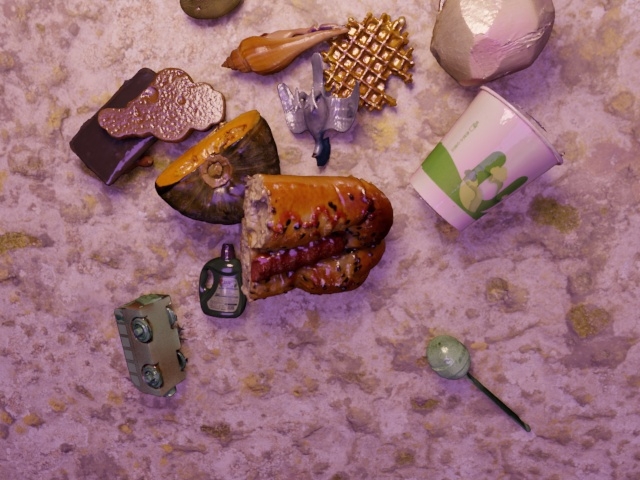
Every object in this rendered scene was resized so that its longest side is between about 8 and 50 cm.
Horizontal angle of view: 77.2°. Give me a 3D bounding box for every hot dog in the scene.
[{"bbox_3d":[0.000,0.000,0.999,0.366,0.196,0.367,-7,136,-22],"label":"hot dog"}]

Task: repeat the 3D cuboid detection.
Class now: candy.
[{"bbox_3d":[0.473,0.434,1.170,0.440,0.119,0.119,43,105,-12],"label":"candy"}]

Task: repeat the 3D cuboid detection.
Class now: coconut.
[{"bbox_3d":[0.357,-0.453,0.869,0.231,0.227,0.226,-18,102,7],"label":"coconut"}]

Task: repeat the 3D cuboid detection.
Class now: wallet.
[{"bbox_3d":[-0.514,-0.305,1.075,0.165,0.042,0.309,45,91,-1],"label":"wallet"}]

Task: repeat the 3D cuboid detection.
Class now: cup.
[{"bbox_3d":[0.370,-0.181,0.953,0.253,0.253,0.274,43,112,-6],"label":"cup"}]

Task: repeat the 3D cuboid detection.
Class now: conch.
[{"bbox_3d":[-0.090,-0.466,0.990,0.331,0.109,0.093,-6,123,7],"label":"conch"}]

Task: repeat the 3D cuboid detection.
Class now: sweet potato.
[{"bbox_3d":[-0.559,-0.213,1.126,0.203,0.055,0.058,-4,108,7],"label":"sweet potato"}]

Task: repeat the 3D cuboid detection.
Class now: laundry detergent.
[{"bbox_3d":[-0.286,0.113,1.170,0.145,0.078,0.221,5,105,8],"label":"laundry detergent"}]

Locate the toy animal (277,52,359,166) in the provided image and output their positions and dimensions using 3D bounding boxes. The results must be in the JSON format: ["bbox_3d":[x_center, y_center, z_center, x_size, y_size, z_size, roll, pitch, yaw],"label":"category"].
[{"bbox_3d":[-0.012,-0.325,1.012,0.239,0.176,0.255,11,90,23],"label":"toy animal"}]

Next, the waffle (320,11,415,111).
[{"bbox_3d":[0.116,-0.438,1.000,0.232,0.051,0.228,-6,104,8],"label":"waffle"}]

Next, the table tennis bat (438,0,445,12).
[{"bbox_3d":[0.432,-0.582,0.945,0.301,0.022,0.173,-21,103,12],"label":"table tennis bat"}]

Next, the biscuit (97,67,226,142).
[{"bbox_3d":[-0.408,-0.338,1.038,0.320,0.047,0.183,-23,92,-4],"label":"biscuit"}]

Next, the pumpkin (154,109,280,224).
[{"bbox_3d":[-0.238,-0.164,1.048,0.325,0.242,0.232,-29,129,8],"label":"pumpkin"}]

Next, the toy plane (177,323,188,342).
[{"bbox_3d":[-0.448,0.300,1.262,0.078,0.024,0.084,29,106,17],"label":"toy plane"}]

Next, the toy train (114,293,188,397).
[{"bbox_3d":[-0.507,0.318,1.207,0.160,0.129,0.326,1,106,29],"label":"toy train"}]

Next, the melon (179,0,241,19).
[{"bbox_3d":[-0.265,-0.596,0.975,0.162,0.099,0.099,-18,102,9],"label":"melon"}]
